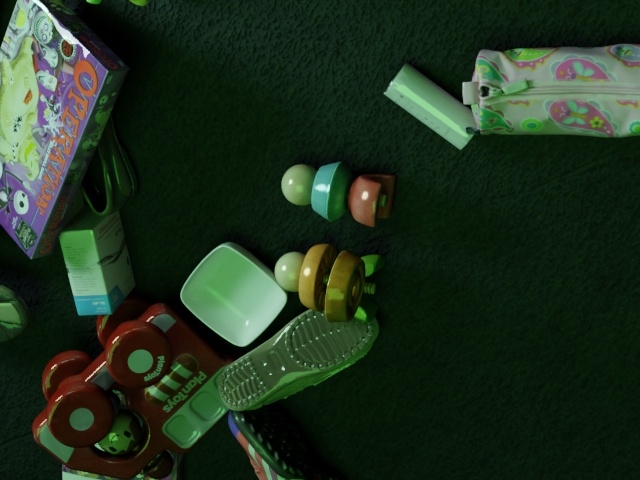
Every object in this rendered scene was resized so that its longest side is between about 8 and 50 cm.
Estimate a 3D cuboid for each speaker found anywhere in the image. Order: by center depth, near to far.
[{"bbox_3d":[0.155,-0.184,1.725,0.136,0.055,0.055,35,119,-3],"label":"speaker"}]

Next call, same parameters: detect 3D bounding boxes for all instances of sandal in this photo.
[{"bbox_3d":[-0.597,0.099,2.058,0.302,0.086,0.120,0,121,32],"label":"sandal"}]

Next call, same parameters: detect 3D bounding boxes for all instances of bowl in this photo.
[{"bbox_3d":[-0.129,0.076,1.929,0.142,0.053,0.142,39,118,-6],"label":"bowl"}]

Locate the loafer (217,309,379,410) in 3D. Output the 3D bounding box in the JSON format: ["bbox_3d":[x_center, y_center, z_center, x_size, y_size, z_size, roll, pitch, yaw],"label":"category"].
[{"bbox_3d":[-0.031,0.177,1.928,0.268,0.092,0.102,-26,76,8],"label":"loafer"}]

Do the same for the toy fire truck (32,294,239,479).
[{"bbox_3d":[-0.283,0.251,1.961,0.302,0.169,0.254,-46,112,0],"label":"toy fire truck"}]

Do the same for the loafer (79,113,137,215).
[{"bbox_3d":[-0.357,-0.161,1.859,0.096,0.084,0.268,-20,108,23],"label":"loafer"}]

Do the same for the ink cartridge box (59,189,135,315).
[{"bbox_3d":[-0.346,0.013,1.929,0.060,0.104,0.180,-2,114,16],"label":"ink cartridge box"}]

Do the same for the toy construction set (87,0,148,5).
[{"bbox_3d":[-0.370,-0.401,1.641,0.215,0.327,0.151,40,107,20],"label":"toy construction set"}]

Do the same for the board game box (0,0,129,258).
[{"bbox_3d":[-0.408,-0.168,1.810,0.208,0.056,0.347,42,124,20],"label":"board game box"}]

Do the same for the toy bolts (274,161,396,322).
[{"bbox_3d":[0.000,0.000,1.788,0.158,0.218,0.229,12,99,16],"label":"toy bolts"}]

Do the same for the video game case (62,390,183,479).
[{"bbox_3d":[-0.334,0.331,2.113,0.210,0.042,0.232,9,117,9],"label":"video game case"}]

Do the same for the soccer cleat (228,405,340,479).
[{"bbox_3d":[-0.057,0.385,2.015,0.116,0.109,0.318,-33,112,25],"label":"soccer cleat"}]

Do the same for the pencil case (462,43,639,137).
[{"bbox_3d":[0.332,-0.194,1.635,0.284,0.124,0.124,2,115,14],"label":"pencil case"}]
